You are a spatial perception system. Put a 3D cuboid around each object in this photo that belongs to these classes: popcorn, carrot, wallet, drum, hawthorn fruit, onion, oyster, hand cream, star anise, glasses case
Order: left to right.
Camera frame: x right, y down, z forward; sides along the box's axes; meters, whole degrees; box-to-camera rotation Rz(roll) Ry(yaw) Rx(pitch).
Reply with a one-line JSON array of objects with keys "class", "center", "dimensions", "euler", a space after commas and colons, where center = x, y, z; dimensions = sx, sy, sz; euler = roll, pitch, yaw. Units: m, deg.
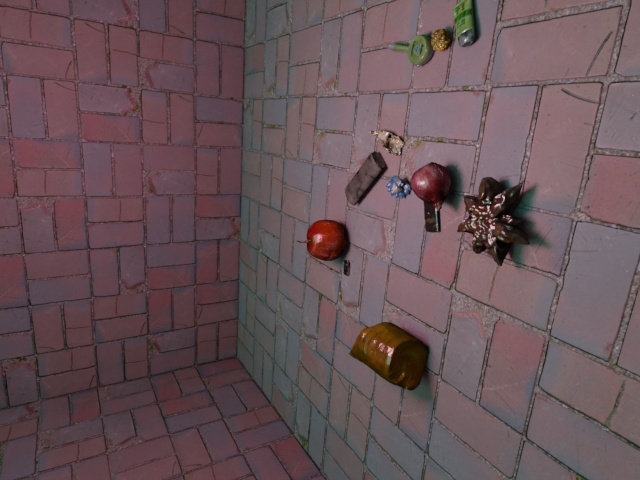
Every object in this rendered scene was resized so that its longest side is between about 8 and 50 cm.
[{"class": "hawthorn fruit", "center": [0.000, 0.000, 2.317], "dimensions": [0.242, 0.272, 0.241], "euler": [0, 90, 63]}, {"class": "glasses case", "center": [0.222, -0.308, 2.110], "dimensions": [0.299, 0.060, 0.114], "euler": [-54, 50, 48]}, {"class": "carrot", "center": [0.311, 0.505, 1.909], "dimensions": [0.341, 0.242, 0.241], "euler": [23, 114, 52]}, {"class": "oyster", "center": [0.321, -0.471, 1.950], "dimensions": [0.106, 0.061, 0.199], "euler": [-44, 58, 31]}, {"class": "drum", "center": [0.380, -0.799, 1.790], "dimensions": [0.253, 0.049, 0.129], "euler": [18, 109, 57]}, {"class": "wallet", "center": [0.470, -0.113, 1.768], "dimensions": [0.082, 0.018, 0.156], "euler": [4, 99, 59]}, {"class": "onion", "center": [0.449, -0.208, 1.666], "dimensions": [0.159, 0.160, 0.194], "euler": [-42, 59, 53]}, {"class": "popcorn", "center": [0.472, -0.784, 1.635], "dimensions": [0.083, 0.057, 0.082], "euler": [42, 130, 45]}, {"class": "hand cream", "center": [0.531, -0.806, 1.544], "dimensions": [0.095, 0.046, 0.174], "euler": [-17, 78, 61]}, {"class": "star anise", "center": [0.609, -0.069, 1.458], "dimensions": [0.315, 0.109, 0.314], "euler": [180, 90, -66]}]

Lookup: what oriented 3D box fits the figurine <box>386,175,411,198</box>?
[{"class": "figurine", "center": [0.347, -0.236, 1.894], "dimensions": [0.115, 0.079, 0.114], "euler": [12, 129, 15]}]

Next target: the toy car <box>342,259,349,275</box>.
[{"class": "toy car", "center": [0.145, 0.151, 2.333], "dimensions": [0.041, 0.025, 0.093], "euler": [22, 116, 54]}]
